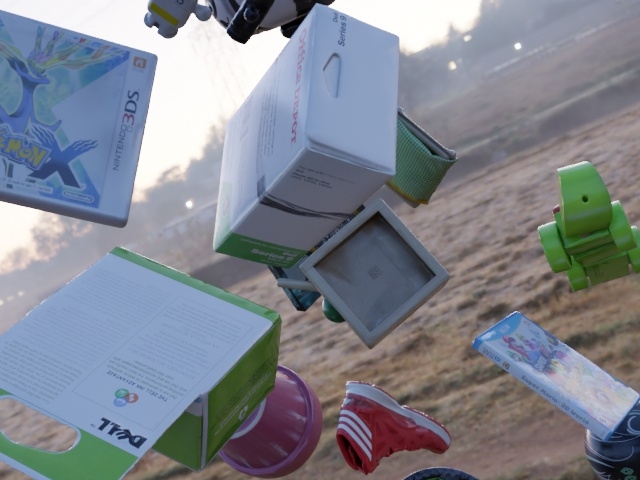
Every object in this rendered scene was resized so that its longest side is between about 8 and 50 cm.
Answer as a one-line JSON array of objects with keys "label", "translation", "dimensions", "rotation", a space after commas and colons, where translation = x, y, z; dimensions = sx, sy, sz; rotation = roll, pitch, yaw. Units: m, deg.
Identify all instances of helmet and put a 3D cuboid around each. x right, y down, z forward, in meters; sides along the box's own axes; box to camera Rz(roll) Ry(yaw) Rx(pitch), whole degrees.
[{"label": "helmet", "translation": [0.541, 0.353, 1.551], "dimensions": [0.169, 0.169, 0.162], "rotation": [-27, 7, -39]}]

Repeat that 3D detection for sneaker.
[{"label": "sneaker", "translation": [0.106, 0.320, 1.403], "dimensions": [0.087, 0.221, 0.128], "rotation": [-16, 46, 57]}]

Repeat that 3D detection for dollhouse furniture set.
[{"label": "dollhouse furniture set", "translation": [0.084, -0.165, 1.721], "dimensions": [0.151, 0.301, 0.197], "rotation": [-45, -10, -23]}]

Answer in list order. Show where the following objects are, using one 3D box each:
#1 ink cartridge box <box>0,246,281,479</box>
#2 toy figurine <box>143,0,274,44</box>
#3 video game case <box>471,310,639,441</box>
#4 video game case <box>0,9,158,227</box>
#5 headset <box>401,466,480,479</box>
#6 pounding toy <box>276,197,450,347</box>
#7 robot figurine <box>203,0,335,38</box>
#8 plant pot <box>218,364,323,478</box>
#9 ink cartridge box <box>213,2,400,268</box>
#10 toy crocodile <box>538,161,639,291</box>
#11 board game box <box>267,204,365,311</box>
[{"label": "ink cartridge box", "translation": [-0.178, 0.130, 0.757], "dimensions": [0.189, 0.097, 0.255], "rotation": [21, 37, 20]}, {"label": "toy figurine", "translation": [-0.160, -0.391, 1.229], "dimensions": [0.210, 0.213, 0.148], "rotation": [-5, -28, -38]}, {"label": "video game case", "translation": [0.257, 0.142, 0.966], "dimensions": [0.119, 0.166, 0.015], "rotation": [-19, -42, -54]}, {"label": "video game case", "translation": [-0.420, -0.190, 1.293], "dimensions": [0.329, 0.299, 0.036], "rotation": [13, -27, -17]}, {"label": "headset", "translation": [0.200, 0.597, 1.530], "dimensions": [0.244, 0.394, 0.185], "rotation": [11, -29, -9]}, {"label": "pounding toy", "translation": [0.040, 0.042, 0.949], "dimensions": [0.141, 0.130, 0.100], "rotation": [-41, -10, -3]}, {"label": "robot figurine", "translation": [-0.075, -0.451, 1.509], "dimensions": [0.278, 0.209, 0.174], "rotation": [-13, 7, 33]}, {"label": "plant pot", "translation": [-0.118, 0.298, 1.535], "dimensions": [0.201, 0.201, 0.180], "rotation": [-24, -29, 10]}, {"label": "ink cartridge box", "translation": [-0.023, -0.119, 1.119], "dimensions": [0.122, 0.211, 0.289], "rotation": [16, -29, -22]}, {"label": "toy crocodile", "translation": [0.371, -0.006, 1.213], "dimensions": [0.115, 0.105, 0.340], "rotation": [-21, -23, 20]}, {"label": "board game box", "translation": [0.000, 0.000, 1.343], "dimensions": [0.186, 0.126, 0.026], "rotation": [-43, 22, -27]}]
